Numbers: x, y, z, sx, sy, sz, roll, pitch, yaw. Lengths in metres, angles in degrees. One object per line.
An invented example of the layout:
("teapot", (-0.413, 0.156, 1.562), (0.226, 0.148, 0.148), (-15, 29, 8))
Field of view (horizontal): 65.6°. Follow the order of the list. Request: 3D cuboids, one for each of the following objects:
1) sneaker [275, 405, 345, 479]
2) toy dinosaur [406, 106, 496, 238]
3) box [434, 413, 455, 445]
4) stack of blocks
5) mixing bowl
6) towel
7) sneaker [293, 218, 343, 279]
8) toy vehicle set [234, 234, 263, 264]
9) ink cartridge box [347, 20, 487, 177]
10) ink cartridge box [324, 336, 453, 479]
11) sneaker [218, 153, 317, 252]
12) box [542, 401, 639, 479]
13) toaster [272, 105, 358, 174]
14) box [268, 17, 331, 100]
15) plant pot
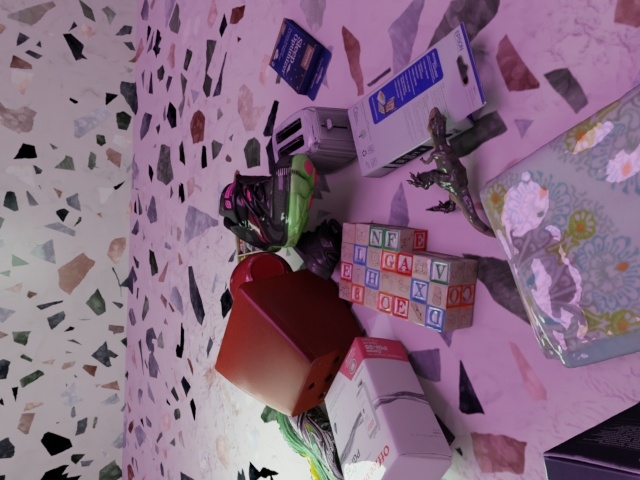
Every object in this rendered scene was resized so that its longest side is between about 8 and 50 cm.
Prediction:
("sneaker", (0.016, 0.476, 1.214), (0.344, 0.134, 0.146), (50, 123, 27))
("toy dinosaur", (0.232, -0.100, 0.902), (0.268, 0.064, 0.118), (62, 150, -1))
("box", (0.215, 0.401, 0.989), (0.062, 0.052, 0.083), (49, 127, 41))
("stack of blocks", (0.167, 0.061, 1.009), (0.297, 0.087, 0.171), (12, 101, 52))
("mixing bowl", (-0.143, 0.098, 1.281), (0.098, 0.181, 0.182), (113, 141, -62))
("towel", (0.419, -0.021, 0.675), (0.374, 0.090, 0.321), (-37, 64, 47))
("sneaker", (0.000, 0.000, 1.238), (0.130, 0.087, 0.227), (-55, 24, 4))
("toy vehicle set", (-0.211, -0.004, 1.546), (0.165, 0.035, 0.267), (-14, 81, 52))
("ink cartridge box", (0.190, -0.259, 0.985), (0.332, 0.065, 0.166), (-24, 73, 52))
("ink cartridge box", (0.120, 0.367, 0.991), (0.283, 0.117, 0.207), (-110, 37, -55))
("sneaker", (-0.146, -0.077, 1.219), (0.483, 0.202, 0.186), (142, 144, -65))
("box", (0.416, 0.361, 0.510), (0.178, 0.312, 0.344), (-16, 78, 52))
("toaster", (-0.016, -0.235, 1.189), (0.226, 0.146, 0.129), (-17, 77, 52))
("box", (-0.060, -0.485, 1.328), (0.225, 0.036, 0.137), (52, 130, 36))
("plant pot", (-0.055, 0.252, 1.188), (0.235, 0.267, 0.267), (39, 122, 34))
